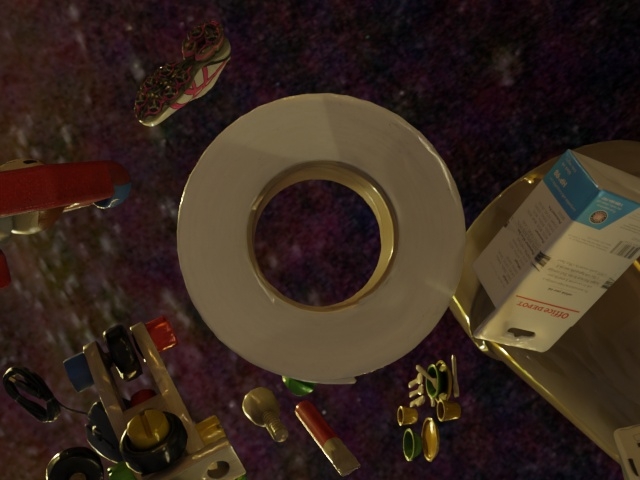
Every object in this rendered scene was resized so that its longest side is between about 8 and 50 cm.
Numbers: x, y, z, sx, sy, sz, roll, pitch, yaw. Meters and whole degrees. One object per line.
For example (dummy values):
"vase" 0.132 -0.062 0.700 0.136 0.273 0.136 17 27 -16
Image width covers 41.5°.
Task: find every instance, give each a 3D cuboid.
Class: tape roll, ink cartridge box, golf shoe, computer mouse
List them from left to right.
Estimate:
"computer mouse" -0.276 0.203 0.967 0.242 0.041 0.071 16 110 22
"golf shoe" -0.190 -0.225 1.219 0.067 0.186 0.086 29 160 28
"tape roll" 0.000 0.000 0.863 0.286 0.286 0.100 53 175 2
"ink cartridge box" 0.213 0.015 0.765 0.180 0.104 0.060 -55 37 29

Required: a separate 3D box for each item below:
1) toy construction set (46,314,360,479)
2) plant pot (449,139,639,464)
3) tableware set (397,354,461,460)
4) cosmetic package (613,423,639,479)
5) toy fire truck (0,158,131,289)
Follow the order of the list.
"toy construction set" -0.103 0.225 0.837 0.237 0.309 0.257 -142 53 -60
"plant pot" 0.349 0.096 0.963 0.323 0.323 0.280 96 154 -45
"tableware set" 0.117 0.192 0.943 0.154 0.024 0.104 125 145 -65
"cosmetic package" 0.316 0.292 0.624 0.113 0.160 0.309 -17 115 11
"toy fire truck" -0.333 -0.036 0.840 0.302 0.254 0.169 -11 96 44
